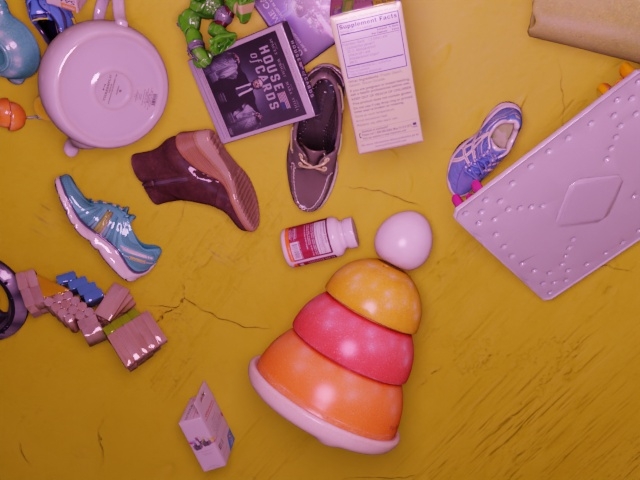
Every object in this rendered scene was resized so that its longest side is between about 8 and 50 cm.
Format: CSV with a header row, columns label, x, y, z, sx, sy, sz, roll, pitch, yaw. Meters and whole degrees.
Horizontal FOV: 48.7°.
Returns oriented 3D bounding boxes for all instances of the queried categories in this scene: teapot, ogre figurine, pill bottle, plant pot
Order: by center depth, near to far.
label,x,y,z,sx,sy,sz,roll,pitch,yaw
plant pot,0.490,-0.421,1.185,0.253,0.276,0.276,11,113,15
ogre figurine,-0.191,-0.422,1.304,0.118,0.096,0.197,42,114,23
teapot,-0.425,-0.310,1.350,0.256,0.187,0.253,-38,129,-15
pill bottle,0.000,0.000,1.478,0.151,0.086,0.086,-14,110,11

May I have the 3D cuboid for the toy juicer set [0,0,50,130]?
label,x,y,z,sx,sy,sz,roll,pitch,yaw
toy juicer set,-0.649,-0.370,1.403,0.209,0.089,0.329,-14,119,25

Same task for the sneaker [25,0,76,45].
label,x,y,z,sx,sy,sz,roll,pitch,yaw
sneaker,-0.532,-0.464,1.350,0.069,0.082,0.209,-16,108,14

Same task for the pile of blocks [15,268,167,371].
label,x,y,z,sx,sy,sz,roll,pitch,yaw
pile of blocks,-0.512,0.166,1.604,0.362,0.149,0.113,30,155,3

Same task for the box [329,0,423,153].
label,x,y,z,sx,sy,sz,roll,pitch,yaw
box,0.097,-0.311,1.257,0.117,0.214,0.243,-10,118,7

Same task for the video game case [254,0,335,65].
label,x,y,z,sx,sy,sz,roll,pitch,yaw
video game case,0.013,-0.479,1.318,0.274,0.026,0.196,-32,105,18

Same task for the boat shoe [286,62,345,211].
label,x,y,z,sx,sy,sz,roll,pitch,yaw
boat shoe,-0.012,-0.191,1.399,0.109,0.091,0.305,10,112,2

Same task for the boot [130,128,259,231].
label,x,y,z,sx,sy,sz,roll,pitch,yaw
boot,-0.258,-0.107,1.481,0.206,0.090,0.248,-16,115,27

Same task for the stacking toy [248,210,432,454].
label,x,y,z,sx,sy,sz,roll,pitch,yaw
stacking toy,0.097,0.160,1.466,0.350,0.350,0.480,27,93,-5

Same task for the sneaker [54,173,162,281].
label,x,y,z,sx,sy,sz,roll,pitch,yaw
sneaker,-0.456,-0.040,1.519,0.110,0.107,0.275,-40,109,-1

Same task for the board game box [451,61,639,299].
label,x,y,z,sx,sy,sz,roll,pitch,yaw
board game box,0.490,-0.087,1.321,0.390,0.050,0.390,-39,132,19

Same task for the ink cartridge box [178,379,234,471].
label,x,y,z,sx,sy,sz,roll,pitch,yaw
ink cartridge box,-0.274,0.436,1.672,0.061,0.104,0.181,-18,108,12

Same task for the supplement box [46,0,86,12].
label,x,y,z,sx,sy,sz,roll,pitch,yaw
supplement box,-0.464,-0.477,1.326,0.062,0.098,0.036,17,145,-2

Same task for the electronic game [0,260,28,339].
label,x,y,z,sx,sy,sz,roll,pitch,yaw
electronic game,-0.785,0.131,1.632,0.229,0.048,0.229,2,114,4

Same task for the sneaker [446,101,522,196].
label,x,y,z,sx,sy,sz,roll,pitch,yaw
sneaker,0.316,-0.173,1.379,0.080,0.081,0.211,28,113,-7

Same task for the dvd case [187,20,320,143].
label,x,y,z,sx,sy,sz,roll,pitch,yaw
dvd case,-0.129,-0.295,1.352,0.238,0.029,0.179,-10,109,35
